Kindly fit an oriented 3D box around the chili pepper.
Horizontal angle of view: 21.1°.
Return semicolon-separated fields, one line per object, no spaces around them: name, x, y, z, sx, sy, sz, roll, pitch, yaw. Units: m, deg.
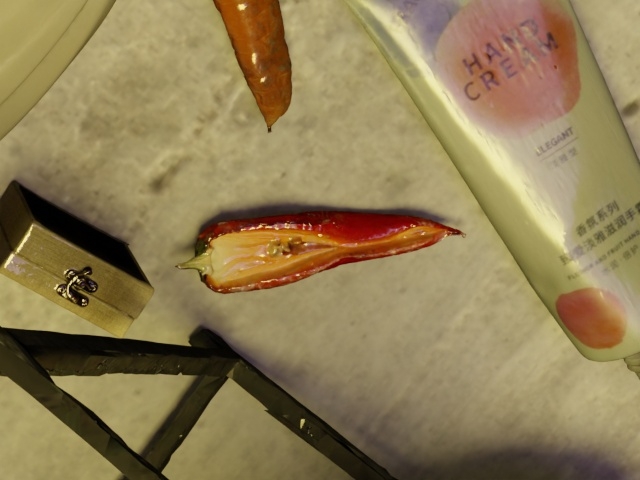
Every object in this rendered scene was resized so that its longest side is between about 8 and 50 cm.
chili pepper;0.000;0.000;0.998;0.178;0.027;0.045;-8;114;-15

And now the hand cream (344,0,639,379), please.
hand cream;0.134;-0.052;1.007;0.124;0.078;0.340;-33;110;-4

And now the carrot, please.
carrot;-0.050;-0.161;0.918;0.057;0.057;0.224;-24;116;-9

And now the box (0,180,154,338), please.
box;-0.137;0.010;0.926;0.079;0.083;0.035;31;96;-25

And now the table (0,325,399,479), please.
table;-0.067;0.200;0.826;0.272;0.335;0.222;37;94;15

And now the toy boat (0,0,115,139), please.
toy boat;-0.210;-0.096;0.843;0.141;0.141;0.269;42;85;-25
